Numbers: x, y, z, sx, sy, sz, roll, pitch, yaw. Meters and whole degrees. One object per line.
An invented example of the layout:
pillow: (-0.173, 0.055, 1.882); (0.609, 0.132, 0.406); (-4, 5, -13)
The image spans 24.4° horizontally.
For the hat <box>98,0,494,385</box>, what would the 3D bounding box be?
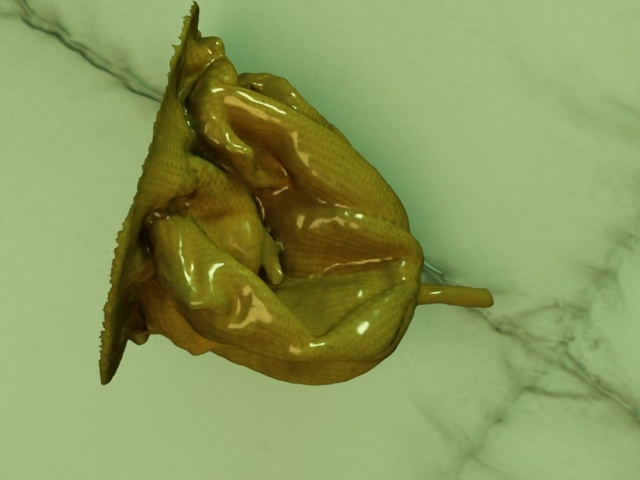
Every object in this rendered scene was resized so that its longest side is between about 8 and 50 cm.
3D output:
hat: (0.000, 0.000, 0.938); (0.233, 0.233, 0.244); (15, 81, -2)
